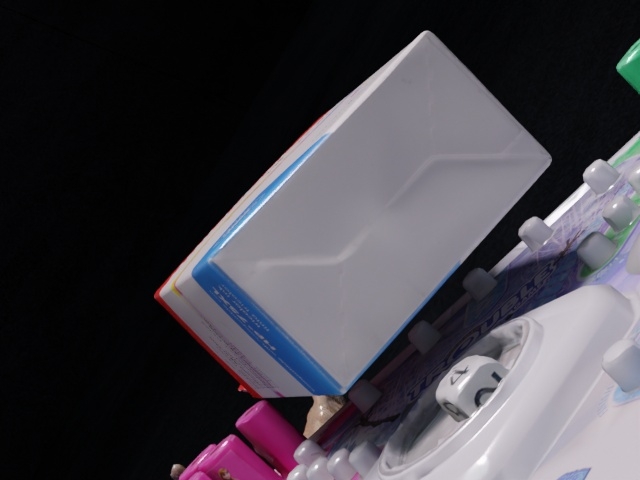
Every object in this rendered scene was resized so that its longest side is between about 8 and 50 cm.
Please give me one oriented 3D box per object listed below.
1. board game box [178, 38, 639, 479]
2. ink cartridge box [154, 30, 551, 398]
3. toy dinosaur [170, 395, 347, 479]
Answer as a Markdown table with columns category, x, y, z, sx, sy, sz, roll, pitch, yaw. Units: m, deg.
| category | x | y | z | sx | sy | sz | roll | pitch | yaw |
| --- | --- | --- | --- | --- | --- | --- | --- | --- | --- |
| board game box | 0.051 | 0.059 | 0.534 | 0.390 | 0.050 | 0.390 | -45 | 6 | 15 |
| ink cartridge box | 0.000 | 0.000 | 0.662 | 0.134 | 0.078 | 0.231 | -47 | 5 | -14 |
| toy dinosaur | -0.001 | 0.203 | 0.886 | 0.200 | 0.127 | 0.296 | -52 | -29 | 17 |
